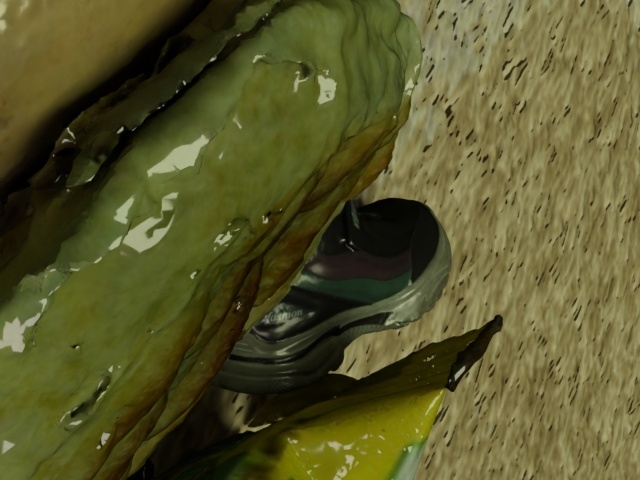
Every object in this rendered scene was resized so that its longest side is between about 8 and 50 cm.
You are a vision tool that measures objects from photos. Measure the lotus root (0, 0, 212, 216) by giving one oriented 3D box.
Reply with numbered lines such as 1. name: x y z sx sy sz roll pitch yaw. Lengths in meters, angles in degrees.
1. lotus root: -0.092 -0.113 0.557 0.343 0.169 0.151 -42 104 -37

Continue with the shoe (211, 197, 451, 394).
1. shoe: 0.000 0.000 0.831 0.169 0.071 0.099 -35 123 -43

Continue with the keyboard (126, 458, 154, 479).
1. keyboard: -0.148 0.102 0.695 0.231 0.023 0.072 -21 117 -50

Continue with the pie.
1. pie: -0.064 0.022 0.598 0.306 0.071 0.306 -51 176 -4

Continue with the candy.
1. candy: -0.048 0.151 0.740 0.081 0.187 0.297 50 56 -14
